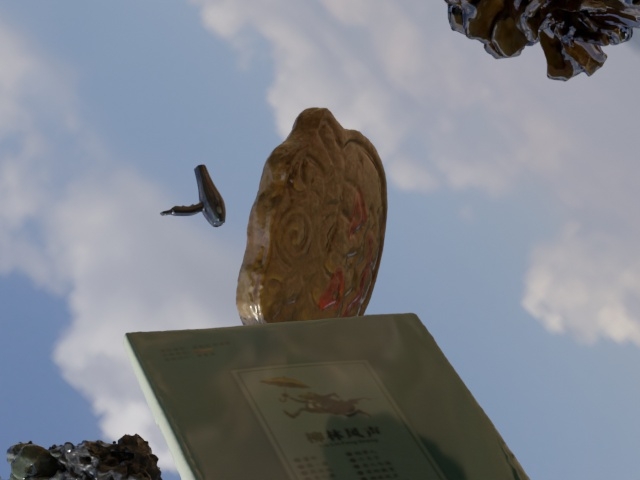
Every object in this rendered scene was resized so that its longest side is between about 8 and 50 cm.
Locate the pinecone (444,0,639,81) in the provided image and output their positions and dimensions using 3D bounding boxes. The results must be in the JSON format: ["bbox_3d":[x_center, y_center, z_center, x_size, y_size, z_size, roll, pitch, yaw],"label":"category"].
[{"bbox_3d":[0.177,-0.231,1.520,0.184,0.179,0.204,122,130,-73],"label":"pinecone"}]

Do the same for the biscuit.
[{"bbox_3d":[0.002,0.000,1.977,0.049,0.273,0.257,4,157,28],"label":"biscuit"}]

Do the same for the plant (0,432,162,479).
[{"bbox_3d":[-0.219,0.209,1.638,0.174,0.085,0.087,-1,159,28],"label":"plant"}]

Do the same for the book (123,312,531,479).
[{"bbox_3d":[0.024,0.168,1.367,0.264,0.031,0.379,-1,-149,-22],"label":"book"}]

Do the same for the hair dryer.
[{"bbox_3d":[-0.156,-0.050,2.196,0.083,0.031,0.079,-10,-112,-33],"label":"hair dryer"}]
